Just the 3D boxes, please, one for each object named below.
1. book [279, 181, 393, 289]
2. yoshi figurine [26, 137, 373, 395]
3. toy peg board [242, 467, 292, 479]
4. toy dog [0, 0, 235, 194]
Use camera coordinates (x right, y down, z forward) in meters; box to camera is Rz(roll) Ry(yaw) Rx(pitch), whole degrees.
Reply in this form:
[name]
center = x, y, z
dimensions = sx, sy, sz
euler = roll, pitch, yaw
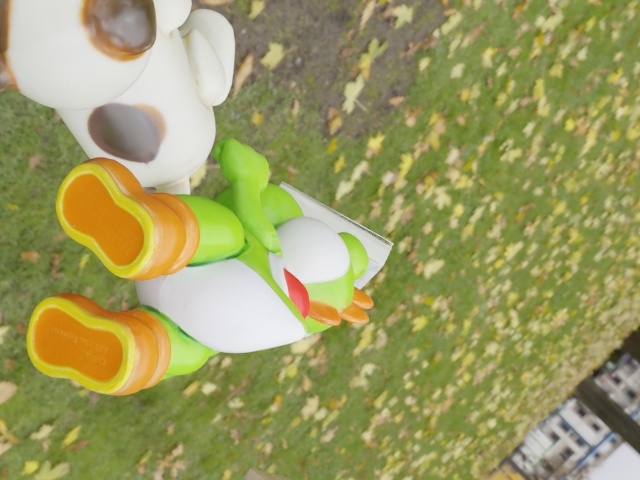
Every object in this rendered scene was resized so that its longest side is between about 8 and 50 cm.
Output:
[book]
center = 0.000, 0.000, 0.937
dimensions = 0.035, 0.144, 0.096
euler = -61, -177, -31
[yoshi figurine]
center = -0.096, 0.017, 0.718
dimensions = 0.203, 0.203, 0.362
euler = -26, 168, 27
[toy peg board]
center = -0.027, 0.375, 1.031
dimensions = 0.079, 0.161, 0.160
euler = -55, 155, -8
[toy dog]
center = -0.303, -0.236, 1.094
dimensions = 0.284, 0.396, 0.408
euler = -5, 167, 8
